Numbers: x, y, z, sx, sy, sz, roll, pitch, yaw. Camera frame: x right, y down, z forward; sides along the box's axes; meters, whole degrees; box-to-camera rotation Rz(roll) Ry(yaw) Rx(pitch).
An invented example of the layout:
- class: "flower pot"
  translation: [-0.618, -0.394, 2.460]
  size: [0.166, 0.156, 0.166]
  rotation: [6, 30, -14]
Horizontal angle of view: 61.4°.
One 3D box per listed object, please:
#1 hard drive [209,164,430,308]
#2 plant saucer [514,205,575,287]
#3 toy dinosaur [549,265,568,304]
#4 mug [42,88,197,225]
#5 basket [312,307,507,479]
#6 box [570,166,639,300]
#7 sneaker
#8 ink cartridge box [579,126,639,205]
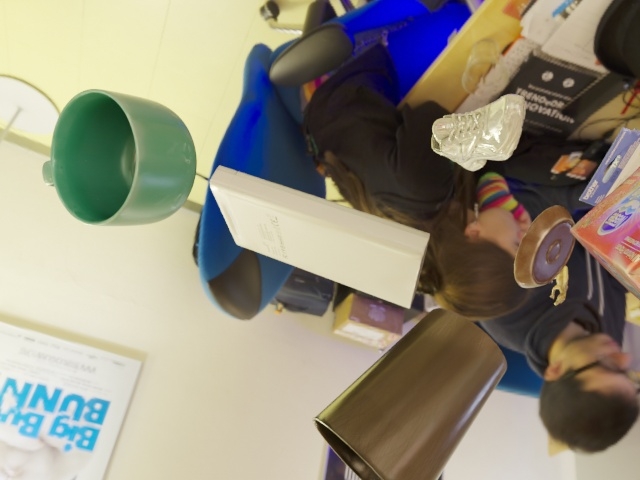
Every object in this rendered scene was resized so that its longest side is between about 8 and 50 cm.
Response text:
- class: "hard drive"
  translation: [0.000, 0.000, 0.920]
  size: [0.353, 0.047, 0.233]
  rotation: [20, 156, 13]
- class: "plant saucer"
  translation: [0.428, 0.018, 1.011]
  size: [0.029, 0.168, 0.168]
  rotation: [31, 169, 46]
- class: "toy dinosaur"
  translation: [0.611, 0.090, 1.365]
  size: [0.053, 0.183, 0.093]
  rotation: [6, 152, 10]
- class: "mug"
  translation: [-0.200, -0.085, 0.549]
  size: [0.157, 0.129, 0.097]
  rotation: [31, -161, 27]
- class: "basket"
  translation: [0.126, 0.211, 0.706]
  size: [0.154, 0.227, 0.204]
  rotation: [25, 152, 45]
- class: "box"
  translation: [0.347, 0.003, 0.477]
  size: [0.142, 0.300, 0.154]
  rotation: [45, 108, 8]
- class: "sneaker"
  translation: [0.247, -0.177, 0.889]
  size: [0.115, 0.090, 0.232]
  rotation: [12, 168, -7]
- class: "ink cartridge box"
  translation: [0.752, -0.127, 1.204]
  size: [0.311, 0.065, 0.186]
  rotation: [17, 116, -8]
